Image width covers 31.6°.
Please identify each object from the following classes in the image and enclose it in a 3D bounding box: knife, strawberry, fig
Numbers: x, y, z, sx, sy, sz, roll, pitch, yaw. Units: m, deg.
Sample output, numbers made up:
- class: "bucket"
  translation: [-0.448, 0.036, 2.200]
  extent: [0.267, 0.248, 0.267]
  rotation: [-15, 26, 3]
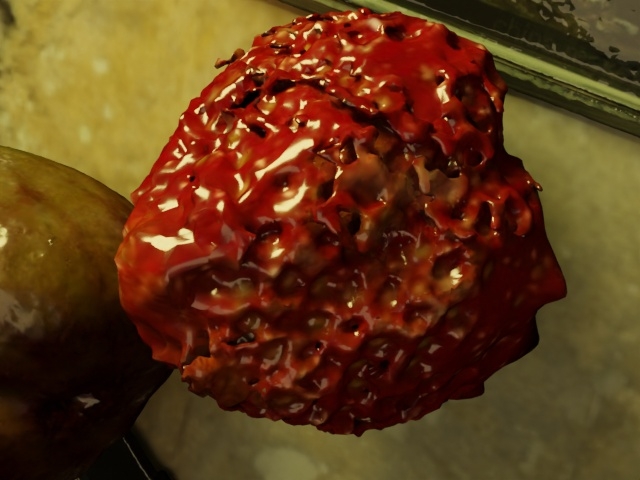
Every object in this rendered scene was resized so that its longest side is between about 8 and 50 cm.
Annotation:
- class: "knife"
  translation: [-0.126, 0.130, 0.671]
  extent: [0.060, 0.028, 0.230]
  rotation: [-31, 93, 28]
- class: "strawberry"
  translation: [0.000, 0.000, 0.489]
  extent: [0.184, 0.201, 0.187]
  rotation: [44, 136, 27]
- class: "fig"
  translation: [-0.194, -0.001, 0.595]
  extent: [0.170, 0.145, 0.274]
  rotation: [-47, 73, 17]

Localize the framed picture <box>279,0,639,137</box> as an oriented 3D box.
- class: "framed picture"
  translation: [0.109, -0.173, 0.485]
  extent: [0.296, 0.019, 0.232]
  rotation: [22, 114, 10]
